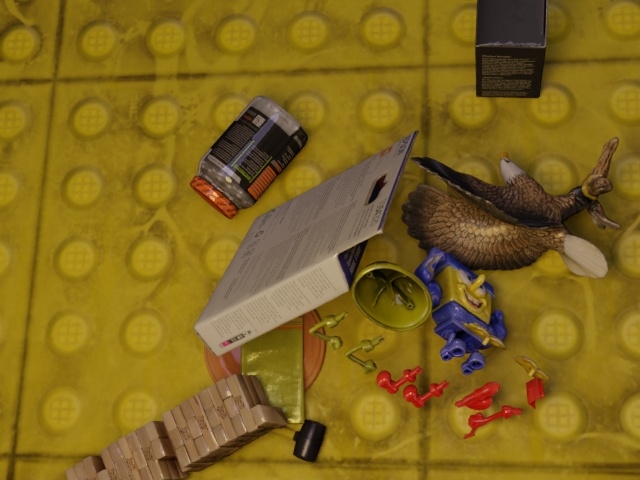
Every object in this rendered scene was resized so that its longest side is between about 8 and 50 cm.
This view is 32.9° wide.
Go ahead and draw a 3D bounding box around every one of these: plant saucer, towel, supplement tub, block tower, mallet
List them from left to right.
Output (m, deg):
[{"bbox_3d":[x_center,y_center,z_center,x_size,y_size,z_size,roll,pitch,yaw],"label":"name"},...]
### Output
[{"bbox_3d":[-0.220,0.313,1.645,0.336,0.091,0.097,-29,72,13],"label":"block tower"},{"bbox_3d":[-0.120,-0.135,1.783,0.117,0.117,0.190,39,82,17],"label":"supplement tub"},{"bbox_3d":[-0.092,0.167,1.731,0.200,0.037,0.199,-3,72,8],"label":"plant saucer"},{"bbox_3d":[-0.080,0.281,1.698,0.190,0.039,0.062,24,78,19],"label":"mallet"},{"bbox_3d":[-0.077,0.170,1.696,0.102,0.021,0.237,-4,74,9],"label":"towel"}]

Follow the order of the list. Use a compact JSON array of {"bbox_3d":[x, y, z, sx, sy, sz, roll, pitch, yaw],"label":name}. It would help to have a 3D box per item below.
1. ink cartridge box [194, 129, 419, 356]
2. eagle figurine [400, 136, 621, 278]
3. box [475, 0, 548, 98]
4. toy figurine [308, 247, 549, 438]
[{"bbox_3d":[0.000,0.000,1.583,0.330,0.324,0.071,-26,110,27],"label":"ink cartridge box"},{"bbox_3d":[0.285,-0.049,1.650,0.298,0.225,0.226,-11,113,-9],"label":"eagle figurine"},{"bbox_3d":[0.303,-0.334,1.726,0.108,0.207,0.153,2,74,10],"label":"box"},{"bbox_3d":[0.167,0.104,1.627,0.191,0.363,0.217,-42,26,33],"label":"toy figurine"}]
